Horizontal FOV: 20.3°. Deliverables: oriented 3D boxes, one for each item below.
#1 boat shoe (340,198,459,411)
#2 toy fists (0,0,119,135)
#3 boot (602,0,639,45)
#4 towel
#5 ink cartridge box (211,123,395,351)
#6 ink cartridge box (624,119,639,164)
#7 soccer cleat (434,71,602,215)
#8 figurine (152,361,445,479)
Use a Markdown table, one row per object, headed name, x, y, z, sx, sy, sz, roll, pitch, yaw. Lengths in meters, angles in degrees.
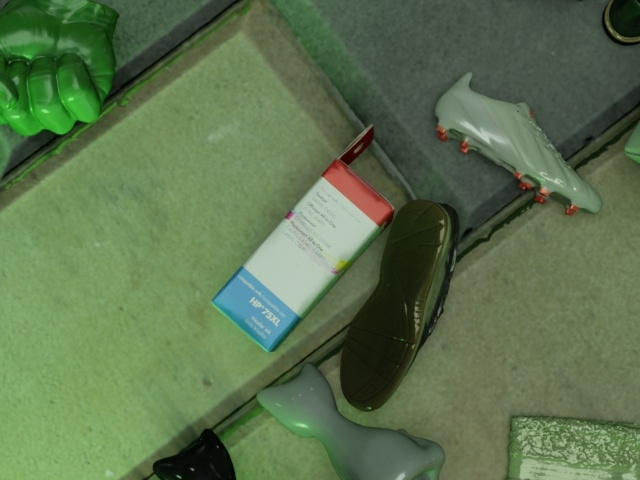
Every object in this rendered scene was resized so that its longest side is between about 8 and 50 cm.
| name | x | y | z | sx | sy | sz | roll | pitch | yaw |
| --- | --- | --- | --- | --- | --- | --- | --- | --- | --- |
| boat shoe | 0.088 | 0.066 | 1.773 | 0.080 | 0.073 | 0.223 | 27 | 106 | 33 |
| toy fists | -0.338 | -0.189 | 1.748 | 0.279 | 0.096 | 0.142 | 14 | 88 | 2 |
| boot | 0.377 | -0.266 | 1.759 | 0.198 | 0.137 | 0.077 | -39 | 87 | -3 |
| towel | 0.258 | 0.230 | 1.789 | 0.148 | 0.027 | 0.110 | 7 | 86 | 1 |
| ink cartridge box | 0.000 | 0.000 | 1.748 | 0.078 | 0.134 | 0.231 | 42 | 89 | 3 |
| ink cartridge box | 0.535 | -0.106 | 1.696 | 0.395 | 0.166 | 0.285 | 30 | 88 | -12 |
| soccer cleat | 0.205 | -0.096 | 1.788 | 0.196 | 0.068 | 0.076 | 33 | 85 | 5 |
| figurine | -0.022 | 0.221 | 1.713 | 0.215 | 0.092 | 0.209 | -33 | 50 | -27 |
